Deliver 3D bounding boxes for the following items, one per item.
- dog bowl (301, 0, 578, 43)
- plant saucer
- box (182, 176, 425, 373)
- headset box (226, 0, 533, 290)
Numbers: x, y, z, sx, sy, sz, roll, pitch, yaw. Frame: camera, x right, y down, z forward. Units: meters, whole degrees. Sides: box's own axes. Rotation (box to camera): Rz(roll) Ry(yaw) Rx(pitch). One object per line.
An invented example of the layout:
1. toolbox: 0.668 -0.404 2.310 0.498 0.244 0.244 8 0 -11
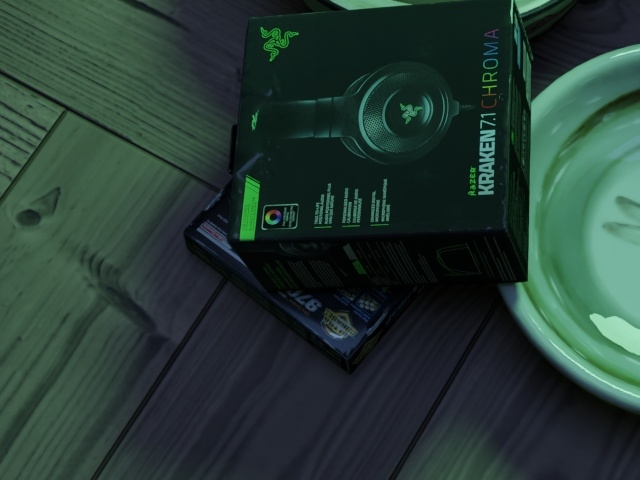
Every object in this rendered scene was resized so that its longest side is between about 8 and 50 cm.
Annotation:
1. dog bowl: 0.126 -0.362 1.767 0.408 0.150 0.408 -1 67 3
2. plant saucer: 0.360 -0.001 1.631 0.401 0.100 0.400 -1 67 3
3. box: 0.000 0.000 1.673 0.220 0.051 0.175 36 74 16
4. headset box: 0.053 -0.089 1.586 0.283 0.131 0.246 -2 66 16
